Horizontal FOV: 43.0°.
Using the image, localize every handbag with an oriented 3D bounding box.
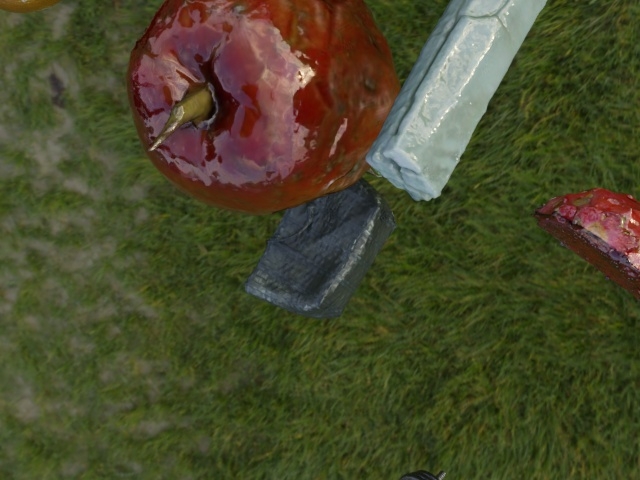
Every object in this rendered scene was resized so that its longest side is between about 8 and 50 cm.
[{"bbox_3d":[0.000,0.000,1.292,0.175,0.088,0.270,30,88,27],"label":"handbag"}]

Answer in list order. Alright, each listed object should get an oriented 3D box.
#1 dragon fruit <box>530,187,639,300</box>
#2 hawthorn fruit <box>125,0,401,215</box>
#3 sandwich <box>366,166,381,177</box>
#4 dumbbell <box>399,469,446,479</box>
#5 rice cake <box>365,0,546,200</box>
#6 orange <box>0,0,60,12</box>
[{"bbox_3d":[0.500,-0.015,1.392,0.261,0.189,0.163,36,147,14],"label":"dragon fruit"},{"bbox_3d":[-0.052,-0.145,0.785,0.258,0.262,0.258,-9,67,22],"label":"hawthorn fruit"},{"bbox_3d":[0.079,-0.152,1.234,0.074,0.116,0.074,-22,116,-17],"label":"sandwich"},{"bbox_3d":[0.155,0.476,1.432,0.099,0.208,0.099,30,138,32],"label":"dumbbell"},{"bbox_3d":[0.141,-0.187,0.648,0.066,0.063,0.336,33,79,-21],"label":"rice cake"},{"bbox_3d":[-0.348,-0.338,0.923,0.156,0.124,0.156,7,132,8],"label":"orange"}]
